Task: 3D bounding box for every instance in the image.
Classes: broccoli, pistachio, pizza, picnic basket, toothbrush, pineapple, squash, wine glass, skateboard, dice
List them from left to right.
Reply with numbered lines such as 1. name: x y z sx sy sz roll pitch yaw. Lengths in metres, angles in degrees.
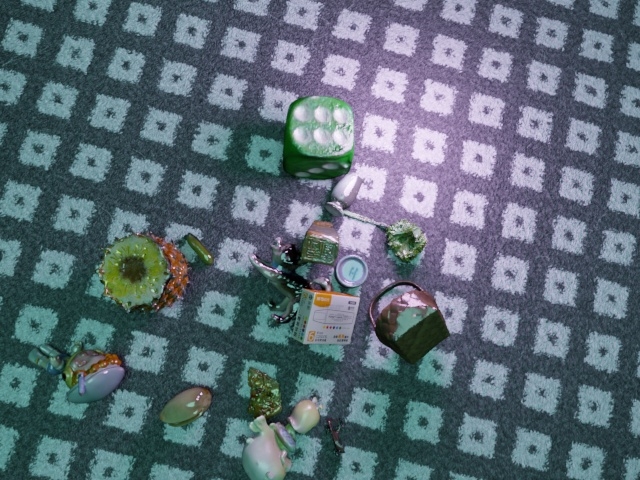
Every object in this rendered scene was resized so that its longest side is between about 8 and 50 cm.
1. pineapple: -0.711 0.131 1.710 0.351 0.300 0.353 1 83 -4
2. pistachio: -0.556 0.690 1.732 0.214 0.144 0.144 -24 84 0
3. squash: -0.541 0.036 1.861 0.052 0.052 0.183 -40 83 -7
4. pizza: -0.242 0.655 1.784 0.147 0.069 0.227 -4 83 -2
5. dice: -0.009 -0.439 1.829 0.296 0.300 0.288 4 80 -2
6. skateboard: 0.072 0.836 1.784 0.080 0.067 0.152 -18 80 -15
7. wine glass: 0.107 -0.210 1.894 0.111 0.111 0.205 30 72 1
8. toothbrush: 0.181 -0.108 1.934 0.293 0.028 0.026 19 80 4
9. picnic basket: 0.349 0.315 1.787 0.292 0.337 0.337 -37 86 -1
10. broccoli: 0.390 -0.010 1.848 0.193 0.194 0.220 1 76 -3

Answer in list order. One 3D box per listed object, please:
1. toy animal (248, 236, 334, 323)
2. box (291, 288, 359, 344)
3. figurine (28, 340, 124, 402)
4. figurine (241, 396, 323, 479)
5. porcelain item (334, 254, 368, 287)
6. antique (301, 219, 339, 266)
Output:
1. toy animal: -0.121 0.147 1.799 0.302 0.194 0.345 -20 95 -10
2. box: 0.025 0.323 1.752 0.273 0.091 0.221 10 92 -40
3. figurine: -1.002 0.533 1.731 0.381 0.224 0.205 20 104 23
4. figurine: -0.156 0.788 1.703 0.394 0.226 0.275 -38 113 -17
5. porcelain item: 0.135 0.139 1.850 0.147 0.114 0.148 0 82 -1
6. antique: 0.000 0.000 1.779 0.150 0.284 0.125 12 106 -3
